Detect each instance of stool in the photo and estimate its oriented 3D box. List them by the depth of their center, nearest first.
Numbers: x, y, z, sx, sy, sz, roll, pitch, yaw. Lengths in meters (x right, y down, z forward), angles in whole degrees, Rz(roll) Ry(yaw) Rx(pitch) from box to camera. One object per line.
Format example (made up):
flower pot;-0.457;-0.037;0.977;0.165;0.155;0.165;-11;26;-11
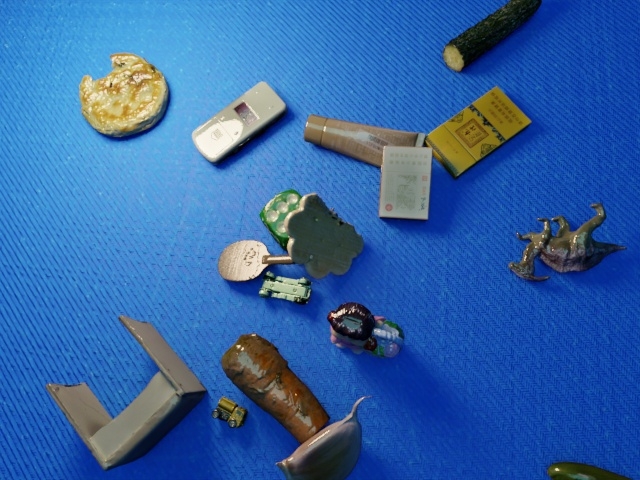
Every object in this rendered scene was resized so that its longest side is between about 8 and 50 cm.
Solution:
stool;-0.476;0.375;1.147;0.243;0.170;0.269;-44;74;-8

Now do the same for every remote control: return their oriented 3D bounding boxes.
remote control;-0.247;-0.354;1.395;0.296;0.056;0.140;-39;73;-5

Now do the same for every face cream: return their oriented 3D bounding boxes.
face cream;0.123;-0.287;1.333;0.341;0.084;0.137;16;92;5

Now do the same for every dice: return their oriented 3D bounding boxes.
dice;-0.084;-0.055;1.260;0.128;0.120;0.131;-37;76;-7

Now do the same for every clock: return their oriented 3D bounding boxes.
clock;0.111;0.224;1.124;0.194;0.195;0.100;16;73;11

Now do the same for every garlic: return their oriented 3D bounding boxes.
garlic;0.040;0.485;1.081;0.266;0.148;0.128;-42;68;-14

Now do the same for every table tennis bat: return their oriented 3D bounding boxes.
table tennis bat;-0.178;0.056;1.261;0.234;0.022;0.131;-2;60;19

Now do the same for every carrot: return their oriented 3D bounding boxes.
carrot;-0.117;0.366;1.139;0.138;0.139;0.302;-41;82;-7

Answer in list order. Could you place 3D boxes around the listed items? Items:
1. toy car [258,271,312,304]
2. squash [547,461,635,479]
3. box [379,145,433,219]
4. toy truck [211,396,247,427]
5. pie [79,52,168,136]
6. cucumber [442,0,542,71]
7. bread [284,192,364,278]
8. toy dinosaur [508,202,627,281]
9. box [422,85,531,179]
toy car;-0.095;0.132;1.242;0.143;0.054;0.073;7;73;15
squash;0.657;0.561;1.041;0.258;0.069;0.069;14;76;9
box;0.236;-0.158;1.268;0.141;0.058;0.201;2;88;6
toy truck;-0.228;0.442;1.167;0.083;0.049;0.054;24;76;13
pie;-0.628;-0.463;1.457;0.302;0.067;0.303;-1;72;4
cucumber;0.534;-0.653;1.393;0.359;0.096;0.096;-38;74;-9
bread;0.000;0.000;1.204;0.182;0.251;0.039;-54;32;-7
toy dinosaur;0.637;0.010;1.201;0.294;0.077;0.162;-17;77;15
box;0.453;-0.314;1.328;0.279;0.041;0.153;-35;75;-6
